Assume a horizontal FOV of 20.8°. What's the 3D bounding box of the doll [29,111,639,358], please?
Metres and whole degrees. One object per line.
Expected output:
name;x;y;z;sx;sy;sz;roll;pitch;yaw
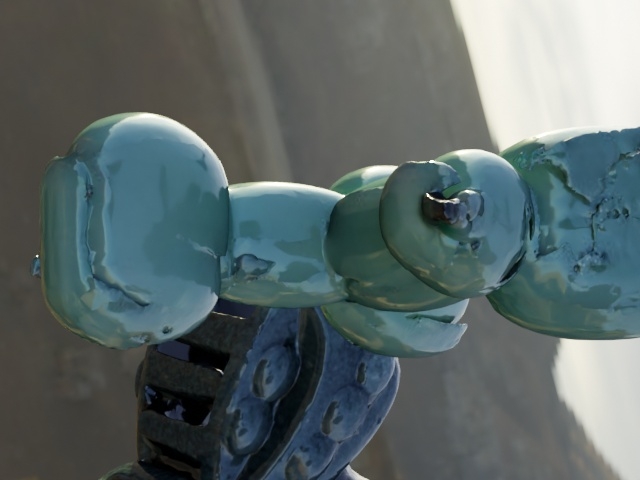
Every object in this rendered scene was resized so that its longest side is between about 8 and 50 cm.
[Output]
doll;0.000;0.000;0.454;0.159;0.159;0.059;5;82;-45

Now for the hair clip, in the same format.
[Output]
hair clip;-0.080;0.167;0.925;0.194;0.310;0.206;9;-46;49
